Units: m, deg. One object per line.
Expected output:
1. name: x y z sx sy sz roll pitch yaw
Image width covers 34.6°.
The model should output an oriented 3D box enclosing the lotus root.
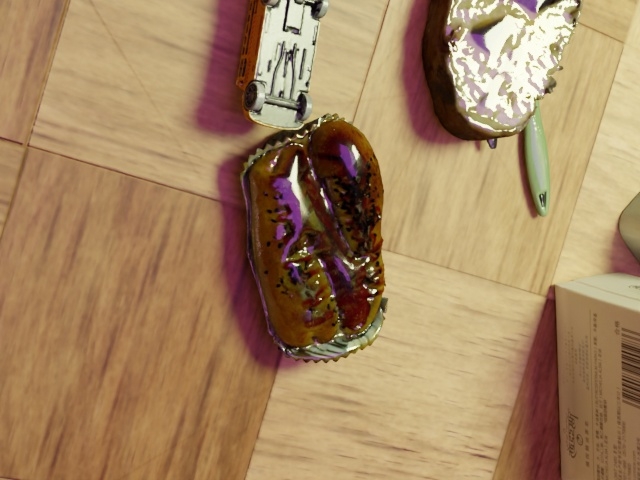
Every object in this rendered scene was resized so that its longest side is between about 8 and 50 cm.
1. lotus root: 0.206 -0.240 1.168 0.170 0.074 0.261 20 91 -13

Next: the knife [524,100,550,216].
1. knife: 0.247 -0.170 1.235 0.043 0.020 0.293 -13 102 -20

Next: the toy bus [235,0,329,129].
1. toy bus: -0.045 -0.198 1.068 0.069 0.074 0.162 8 93 -33

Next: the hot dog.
1. hot dog: 0.000 0.000 1.118 0.162 0.082 0.271 -13 104 -20

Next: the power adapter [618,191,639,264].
1. power adapter: 0.495 -0.008 1.270 0.130 0.205 0.125 -44 113 -10

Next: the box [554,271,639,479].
1. box: 0.393 0.193 1.257 0.116 0.203 0.274 -9 102 -23
